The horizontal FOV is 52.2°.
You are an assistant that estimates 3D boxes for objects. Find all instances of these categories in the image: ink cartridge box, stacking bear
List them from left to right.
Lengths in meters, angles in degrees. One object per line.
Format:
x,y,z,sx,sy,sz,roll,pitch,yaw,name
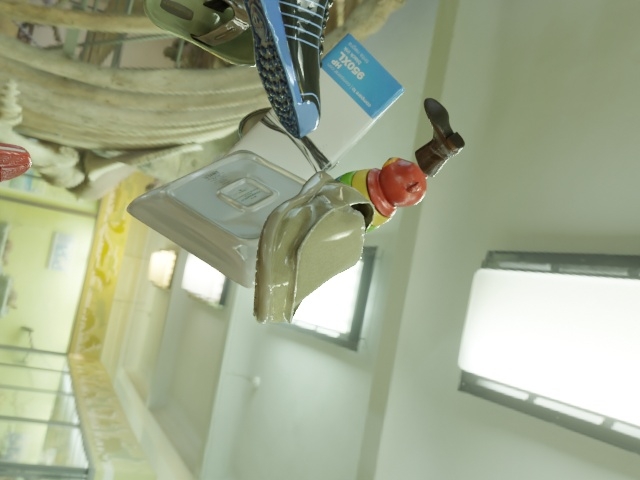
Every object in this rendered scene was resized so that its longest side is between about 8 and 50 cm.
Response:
-0.039,-0.208,1.380,0.395,0.166,0.285,-46,-176,-4,ink cartridge box
0.114,-0.106,1.541,0.289,0.175,0.164,-20,-80,34,stacking bear

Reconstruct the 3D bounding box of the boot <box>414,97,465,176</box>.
0.184,-0.171,1.103,0.106,0.037,0.114,61,-24,8,boot

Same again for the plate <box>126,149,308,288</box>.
-0.119,-0.060,1.049,0.278,0.277,0.045,29,-48,27,plate

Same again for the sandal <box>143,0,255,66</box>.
-0.212,-0.444,1.336,0.086,0.303,0.120,171,-68,-74,sandal

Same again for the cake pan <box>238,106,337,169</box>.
-0.075,-0.250,1.716,0.293,0.293,0.054,-34,-135,59,cake pan

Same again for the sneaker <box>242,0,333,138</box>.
-0.022,-0.219,0.645,0.081,0.090,0.232,38,-32,54,sneaker

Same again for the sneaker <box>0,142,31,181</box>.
-0.572,-0.160,1.011,0.087,0.221,0.128,-54,-132,46,sneaker

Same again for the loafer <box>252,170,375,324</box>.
0.000,0.000,0.713,0.268,0.092,0.102,-62,161,-55,loafer
